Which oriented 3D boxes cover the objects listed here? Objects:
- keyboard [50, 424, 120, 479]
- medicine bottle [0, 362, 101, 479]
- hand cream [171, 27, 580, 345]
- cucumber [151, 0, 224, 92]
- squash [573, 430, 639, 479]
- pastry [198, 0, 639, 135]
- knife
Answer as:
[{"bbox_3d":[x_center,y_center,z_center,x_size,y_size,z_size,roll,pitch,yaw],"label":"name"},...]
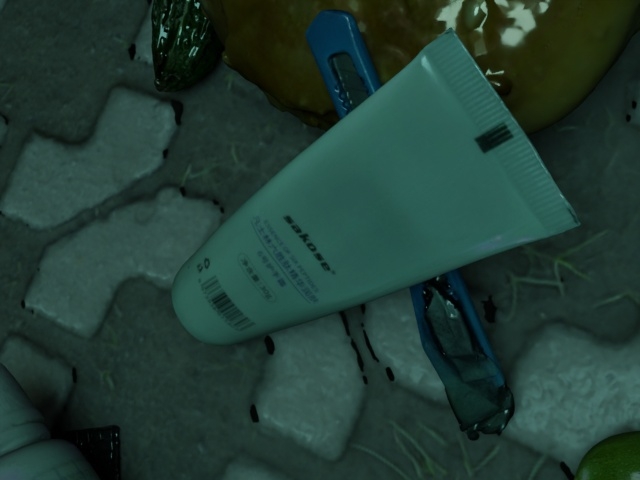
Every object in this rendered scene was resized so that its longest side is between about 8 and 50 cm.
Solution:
[{"bbox_3d":[-0.247,0.189,0.675,0.196,0.018,0.060,-11,73,18],"label":"keyboard"},{"bbox_3d":[-0.206,0.218,0.567,0.152,0.152,0.254,-40,76,9],"label":"medicine bottle"},{"bbox_3d":[0.000,0.000,0.505,0.109,0.067,0.321,56,142,-3],"label":"hand cream"},{"bbox_3d":[-0.090,-0.247,0.677,0.077,0.077,0.265,2,82,21],"label":"cucumber"},{"bbox_3d":[0.246,0.143,0.471,0.201,0.066,0.066,-1,79,20],"label":"squash"},{"bbox_3d":[0.065,-0.201,0.543,0.316,0.184,0.284,32,111,20],"label":"pastry"},{"bbox_3d":[0.057,0.004,0.503,0.044,0.026,0.296,-11,113,36],"label":"knife"}]
